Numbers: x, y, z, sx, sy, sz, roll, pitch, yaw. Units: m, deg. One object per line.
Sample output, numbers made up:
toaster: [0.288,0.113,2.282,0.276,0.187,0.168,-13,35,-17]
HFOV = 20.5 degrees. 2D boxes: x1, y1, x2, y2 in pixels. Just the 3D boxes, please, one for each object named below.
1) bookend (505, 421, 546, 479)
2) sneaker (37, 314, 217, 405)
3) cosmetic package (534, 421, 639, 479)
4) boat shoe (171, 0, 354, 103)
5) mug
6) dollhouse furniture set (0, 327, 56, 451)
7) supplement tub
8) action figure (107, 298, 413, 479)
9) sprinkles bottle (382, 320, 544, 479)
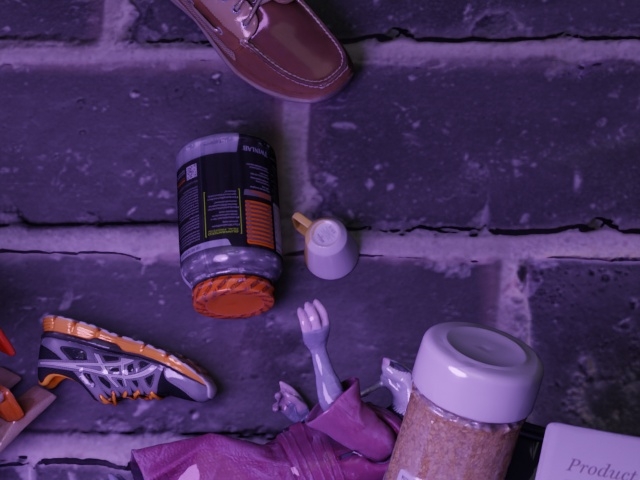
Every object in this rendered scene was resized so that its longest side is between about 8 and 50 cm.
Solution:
bookend: [0.215,0.284,1.808,0.072,0.157,0.156,15,69,13]
sneaker: [-0.216,0.147,1.965,0.215,0.084,0.083,16,83,16]
cosmetic package: [0.327,0.419,1.536,0.329,0.327,0.393,9,61,18]
boat shoe: [-0.095,-0.282,2.103,0.324,0.116,0.123,38,77,19]
mug: [0.002,0.003,2.001,0.078,0.064,0.062,7,69,10]
dollhouse furniture set: [-0.417,0.067,1.936,0.135,0.262,0.259,-43,36,-24]
supplement tub: [-0.102,-0.015,1.993,0.117,0.117,0.190,-6,67,4]
action figure: [-0.013,0.240,1.805,0.370,0.248,0.275,-24,68,-1]
sprinkles bottle: [0.114,0.259,1.743,0.121,0.121,0.355,21,112,15]
